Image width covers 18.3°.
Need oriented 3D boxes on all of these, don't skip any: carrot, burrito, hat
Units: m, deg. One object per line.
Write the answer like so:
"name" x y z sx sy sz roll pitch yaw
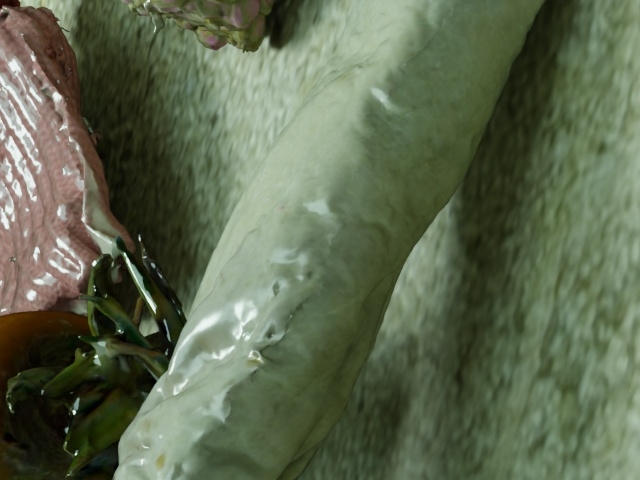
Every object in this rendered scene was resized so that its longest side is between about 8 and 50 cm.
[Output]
"carrot" -0.156 0.141 1.090 0.331 0.214 0.193 -38 70 45
"burrito" 0.000 0.000 0.943 0.117 0.076 0.392 15 74 59
"hat" -0.191 -0.060 1.256 0.237 0.107 0.286 -41 62 52

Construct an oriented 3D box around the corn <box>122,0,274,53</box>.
"corn" -0.050 -0.277 1.130 0.126 0.126 0.335 14 96 53
